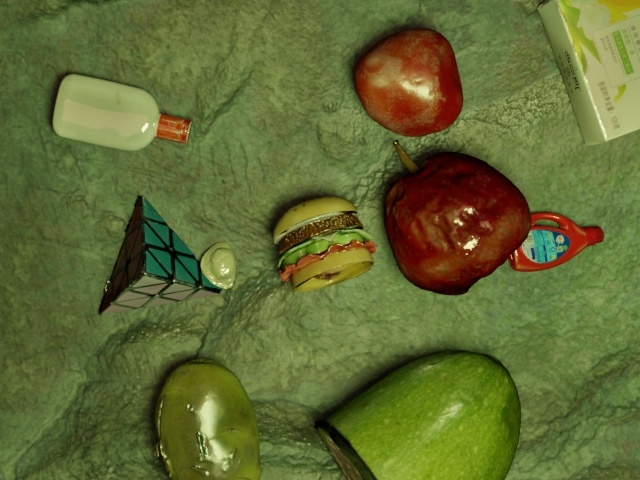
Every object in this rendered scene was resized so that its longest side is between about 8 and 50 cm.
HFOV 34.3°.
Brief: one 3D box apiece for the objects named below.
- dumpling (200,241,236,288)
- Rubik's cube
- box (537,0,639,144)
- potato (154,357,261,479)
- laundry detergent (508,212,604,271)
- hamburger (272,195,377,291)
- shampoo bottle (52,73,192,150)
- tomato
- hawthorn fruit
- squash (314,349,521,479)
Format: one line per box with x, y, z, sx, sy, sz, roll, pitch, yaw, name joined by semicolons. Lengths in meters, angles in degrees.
-0.170;0.042;1.725;0.059;0.043;0.077;-2;92;-9;dumpling
-0.259;0.075;1.724;0.178;0.211;0.190;23;123;-24;Rubik's cube
0.505;-0.313;1.731;0.195;0.111;0.260;-21;91;-3;box
-0.184;0.316;1.684;0.169;0.143;0.248;-11;92;-14;potato
0.399;-0.003;1.764;0.165;0.049;0.097;-11;89;-6;laundry detergent
0.002;-0.001;1.683;0.175;0.175;0.136;-18;80;-3;hamburger
-0.323;-0.202;1.705;0.221;0.051;0.108;12;89;-4;shampoo bottle
0.145;-0.253;1.689;0.187;0.151;0.187;0;97;-3;tomato
0.196;-0.050;1.678;0.230;0.210;0.266;-41;80;11;hawthorn fruit
0.199;0.328;1.652;0.309;0.310;0.310;-33;93;-11;squash
